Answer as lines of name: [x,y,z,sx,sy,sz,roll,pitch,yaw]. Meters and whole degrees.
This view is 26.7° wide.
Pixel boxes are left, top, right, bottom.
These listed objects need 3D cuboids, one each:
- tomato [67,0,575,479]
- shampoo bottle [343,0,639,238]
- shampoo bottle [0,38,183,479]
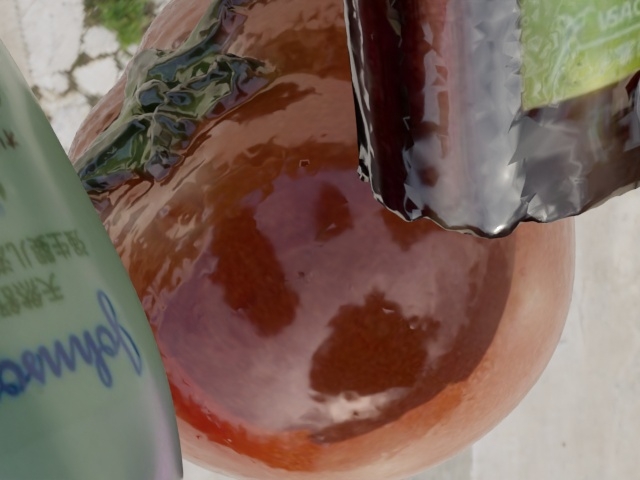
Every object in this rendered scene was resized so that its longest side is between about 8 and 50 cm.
tomato: [0.000,0.000,0.808,0.321,0.321,0.321,2,117,5]
shampoo bottle: [0.050,-0.162,0.305,0.129,0.084,0.323,-27,129,-27]
shampoo bottle: [-0.137,0.073,0.464,0.151,0.222,0.349,-31,83,30]
